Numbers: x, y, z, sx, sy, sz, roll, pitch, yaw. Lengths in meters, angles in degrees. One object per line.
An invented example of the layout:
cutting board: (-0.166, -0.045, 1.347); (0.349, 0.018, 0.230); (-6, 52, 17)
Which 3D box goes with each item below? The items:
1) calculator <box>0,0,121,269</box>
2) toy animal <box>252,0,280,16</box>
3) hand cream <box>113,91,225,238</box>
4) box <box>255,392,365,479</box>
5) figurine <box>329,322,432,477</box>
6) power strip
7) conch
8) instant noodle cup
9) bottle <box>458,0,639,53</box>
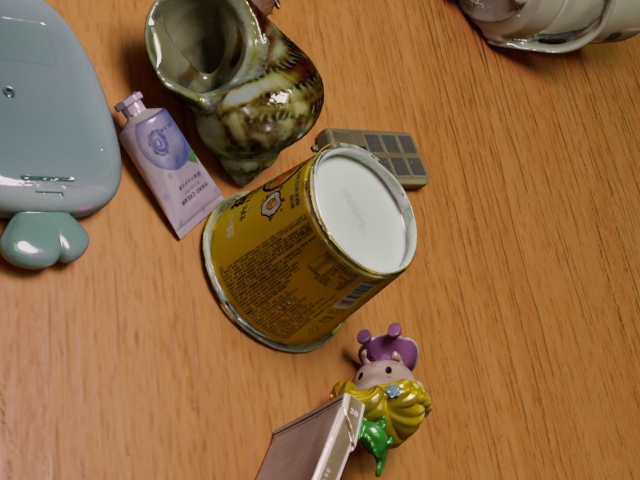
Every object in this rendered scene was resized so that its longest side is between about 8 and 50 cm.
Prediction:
calculator: (-0.268, -0.112, 0.912); (0.186, 0.041, 0.298); (2, 61, -42)
toy animal: (-0.115, -0.333, 1.181); (0.188, 0.089, 0.179); (54, 24, 1)
hand cream: (-0.150, -0.080, 0.999); (0.142, 0.053, 0.084); (57, 40, -11)
box: (-0.029, 0.223, 0.852); (0.029, 0.109, 0.198); (40, 43, -15)
figurine: (0.065, 0.169, 0.994); (0.115, 0.095, 0.156); (61, 19, -22)
power strip: (0.060, -0.096, 1.211); (0.169, 0.028, 0.076); (-4, 67, -44)
conch: (-0.091, -0.158, 1.053); (0.187, 0.124, 0.181); (3, 68, -15)
instant noodle cup: (0.000, 0.000, 1.000); (0.182, 0.144, 0.182); (24, 50, -32)
bottle: (0.358, -0.397, 1.551); (0.352, 0.229, 0.229); (-12, 71, -40)
